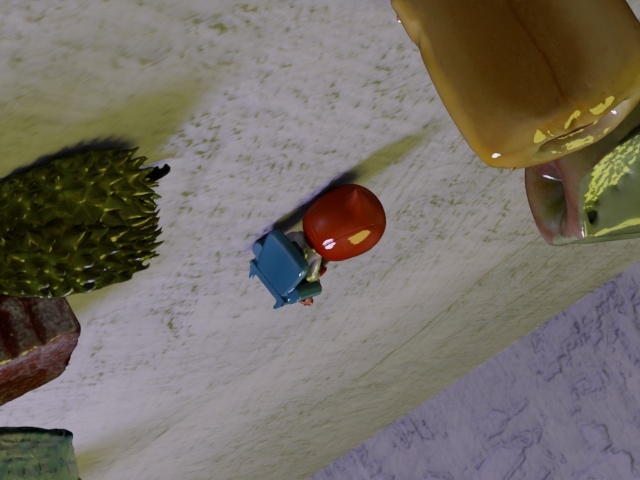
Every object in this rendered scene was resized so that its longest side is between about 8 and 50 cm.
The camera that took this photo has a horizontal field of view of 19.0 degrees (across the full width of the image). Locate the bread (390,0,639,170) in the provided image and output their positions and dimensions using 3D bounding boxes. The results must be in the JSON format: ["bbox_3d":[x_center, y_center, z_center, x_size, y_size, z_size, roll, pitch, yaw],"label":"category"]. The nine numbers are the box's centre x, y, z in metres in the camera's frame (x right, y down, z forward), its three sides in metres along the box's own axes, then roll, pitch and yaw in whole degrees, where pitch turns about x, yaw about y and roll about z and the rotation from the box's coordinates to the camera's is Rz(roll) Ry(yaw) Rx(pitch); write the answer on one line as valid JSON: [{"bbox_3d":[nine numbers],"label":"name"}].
[{"bbox_3d":[0.134,-0.129,1.234,0.134,0.173,0.085,-34,152,17],"label":"bread"}]

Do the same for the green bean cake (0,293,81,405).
[{"bbox_3d":[-0.249,0.087,1.404,0.135,0.056,0.136,-22,166,-22],"label":"green bean cake"}]

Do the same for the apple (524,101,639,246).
[{"bbox_3d":[0.283,-0.080,1.762,0.188,0.174,0.207,-4,159,-22],"label":"apple"}]

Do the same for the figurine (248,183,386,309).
[{"bbox_3d":[0.000,0.000,1.648,0.075,0.068,0.140,-9,148,-53],"label":"figurine"}]

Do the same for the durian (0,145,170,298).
[{"bbox_3d":[-0.161,-0.017,1.230,0.215,0.086,0.100,-17,-165,-38],"label":"durian"}]

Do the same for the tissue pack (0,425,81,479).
[{"bbox_3d":[-0.325,0.200,1.492,0.235,0.073,0.173,-15,173,21],"label":"tissue pack"}]
